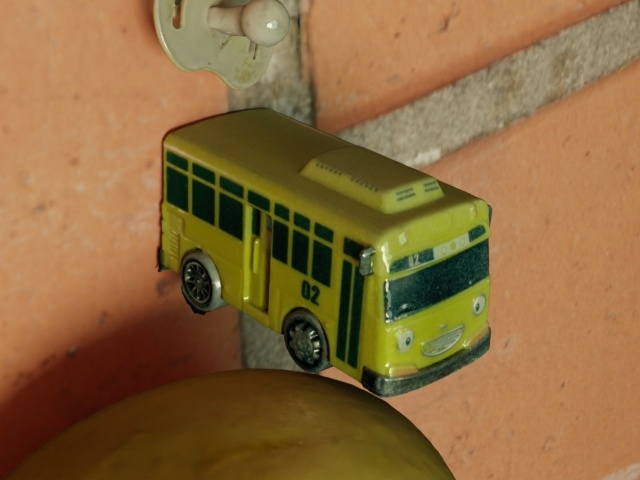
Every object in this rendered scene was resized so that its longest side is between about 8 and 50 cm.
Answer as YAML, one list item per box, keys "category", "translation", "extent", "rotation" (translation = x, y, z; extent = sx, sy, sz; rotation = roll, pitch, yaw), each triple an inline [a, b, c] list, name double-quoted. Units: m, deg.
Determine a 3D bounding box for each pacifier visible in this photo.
- category: "pacifier"
  translation: [-0.040, -0.110, 0.600]
  extent: [0.083, 0.064, 0.068]
  rotation: [15, 84, -50]

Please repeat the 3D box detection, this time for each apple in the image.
- category: "apple"
  translation: [-0.056, 0.187, 0.613]
  extent: [0.257, 0.233, 0.295]
  rotation: [-10, 165, -13]

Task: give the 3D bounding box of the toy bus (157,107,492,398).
- category: "toy bus"
  translation: [0.000, 0.000, 0.622]
  extent: [0.088, 0.175, 0.101]
  rotation: [-18, 122, -40]
